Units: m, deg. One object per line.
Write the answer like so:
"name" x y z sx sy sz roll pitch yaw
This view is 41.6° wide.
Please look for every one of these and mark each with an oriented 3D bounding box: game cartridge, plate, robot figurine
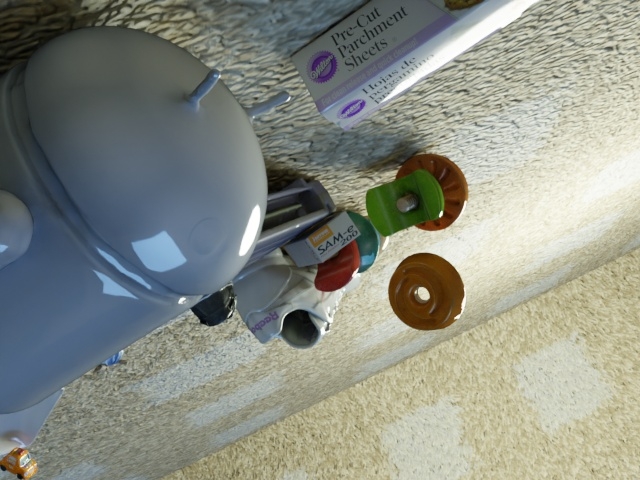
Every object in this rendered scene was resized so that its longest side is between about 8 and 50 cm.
"game cartridge" -0.128 0.021 0.883 0.230 0.068 0.355 -28 180 16
"plate" -0.531 0.281 1.208 0.278 0.045 0.277 -14 160 -36
"robot figurine" -0.184 -0.012 0.593 0.353 0.200 0.300 -32 -173 16

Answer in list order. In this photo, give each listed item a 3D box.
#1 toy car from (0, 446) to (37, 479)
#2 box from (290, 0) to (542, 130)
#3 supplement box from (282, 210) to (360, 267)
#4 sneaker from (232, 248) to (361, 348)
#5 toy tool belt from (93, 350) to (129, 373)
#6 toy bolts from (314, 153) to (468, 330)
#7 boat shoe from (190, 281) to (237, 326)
"toy car" -0.499 0.354 1.305 0.122 0.060 0.040 -15 129 -54
"box" 0.129 -0.210 0.705 0.324 0.067 0.063 -31 162 17
"supplement box" 0.000 0.000 1.030 0.062 0.036 0.098 -36 -173 -18
"sneaker" -0.027 0.084 1.192 0.114 0.152 0.305 -38 161 27
"toy tool belt" -0.302 0.156 1.157 0.052 0.051 0.083 -61 158 5
"toy bolts" 0.107 0.008 1.129 0.228 0.218 0.158 -16 -177 34
"boat shoe" -0.100 0.058 0.783 0.049 0.040 0.142 -32 179 -3
